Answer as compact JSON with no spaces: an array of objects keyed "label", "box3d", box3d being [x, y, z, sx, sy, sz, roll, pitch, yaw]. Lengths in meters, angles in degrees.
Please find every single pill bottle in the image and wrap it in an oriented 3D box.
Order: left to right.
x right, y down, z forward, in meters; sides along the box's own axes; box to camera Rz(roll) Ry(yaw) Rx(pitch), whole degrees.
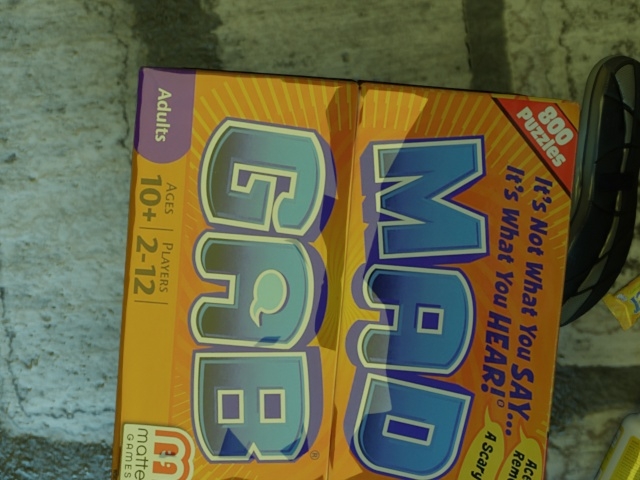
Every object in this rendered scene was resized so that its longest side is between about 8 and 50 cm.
[{"label":"pill bottle","box3d":[0.318,0.211,1.538,0.065,0.065,0.116,26,102,14]}]

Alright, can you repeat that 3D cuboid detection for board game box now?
[{"label":"board game box","box3d":[0.018,0.031,1.422,0.356,0.356,0.356,5,96,0]}]

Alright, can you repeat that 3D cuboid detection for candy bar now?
[{"label":"candy bar","box3d":[0.351,0.025,1.538,0.161,0.018,0.040,-40,83,17]}]

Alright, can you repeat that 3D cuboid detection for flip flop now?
[{"label":"flip flop","box3d":[0.251,-0.047,1.526,0.080,0.112,0.277,19,103,42]}]
